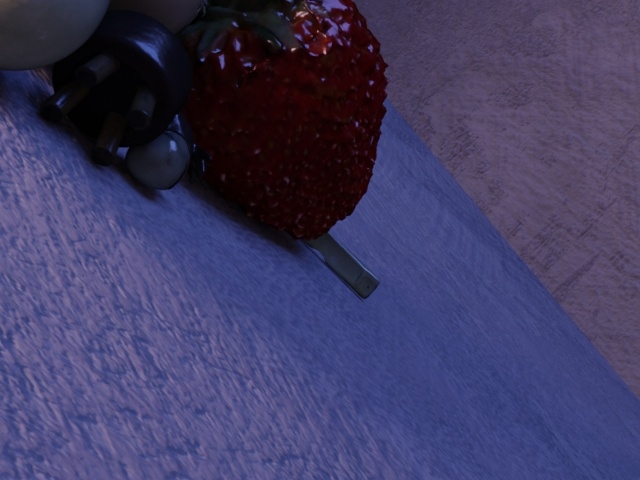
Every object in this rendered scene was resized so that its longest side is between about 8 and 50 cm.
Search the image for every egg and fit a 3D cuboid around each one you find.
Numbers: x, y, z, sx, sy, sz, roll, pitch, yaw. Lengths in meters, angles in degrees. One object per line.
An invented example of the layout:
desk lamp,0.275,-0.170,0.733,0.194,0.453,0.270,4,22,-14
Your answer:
egg,-0.276,-0.248,1.505,0.186,0.186,0.253,38,10,-32

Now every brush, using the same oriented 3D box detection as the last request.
brush,0.000,0.000,2.057,0.178,0.033,0.030,45,-4,-2

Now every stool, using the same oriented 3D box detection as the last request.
stool,-0.183,-0.124,1.618,0.121,0.125,0.217,-70,145,-49

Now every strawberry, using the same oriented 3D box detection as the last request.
strawberry,-0.045,-0.167,1.929,0.312,0.267,0.351,-94,158,-48

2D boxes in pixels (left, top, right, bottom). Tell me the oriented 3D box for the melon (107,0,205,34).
melon,-0.252,-0.316,1.727,0.317,0.223,0.223,21,13,-4
